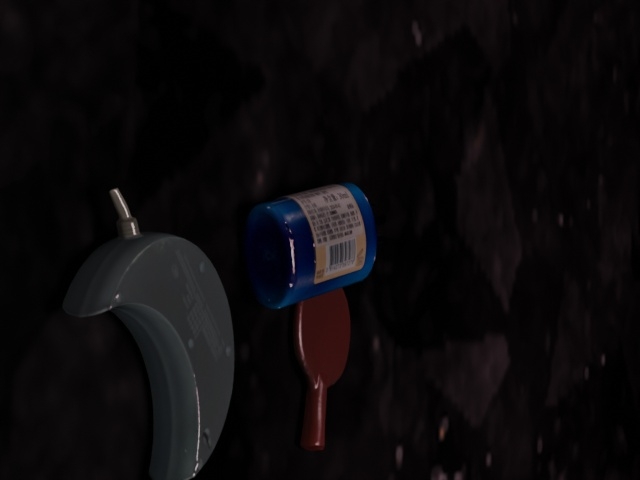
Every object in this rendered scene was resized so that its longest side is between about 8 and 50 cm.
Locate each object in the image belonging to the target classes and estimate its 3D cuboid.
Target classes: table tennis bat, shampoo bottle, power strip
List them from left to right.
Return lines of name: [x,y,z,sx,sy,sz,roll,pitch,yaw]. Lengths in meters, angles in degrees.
power strip: [-0.118,0.060,1.375,0.137,0.044,0.216,-60,141,-43]
table tennis bat: [0.000,0.101,1.625,0.098,0.019,0.154,30,61,-59]
shampoo bottle: [0.000,0.000,1.587,0.183,0.050,0.087,-16,100,-60]
